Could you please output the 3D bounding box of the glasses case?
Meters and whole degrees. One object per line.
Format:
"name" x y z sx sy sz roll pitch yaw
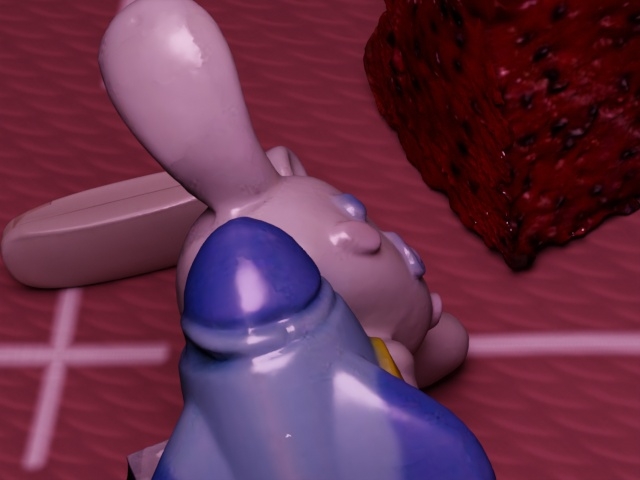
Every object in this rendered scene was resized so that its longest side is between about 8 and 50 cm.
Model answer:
"glasses case" -0.141 -0.010 1.322 0.204 0.081 0.051 -13 54 0

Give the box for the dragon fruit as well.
"dragon fruit" 0.179 -0.196 1.251 0.286 0.329 0.228 -26 47 -7

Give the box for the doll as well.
"doll" 0.005 0.082 1.021 0.187 0.376 0.365 -38 40 31

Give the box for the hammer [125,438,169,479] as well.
"hammer" -0.010 0.300 1.051 0.152 0.044 0.427 -26 64 -10
